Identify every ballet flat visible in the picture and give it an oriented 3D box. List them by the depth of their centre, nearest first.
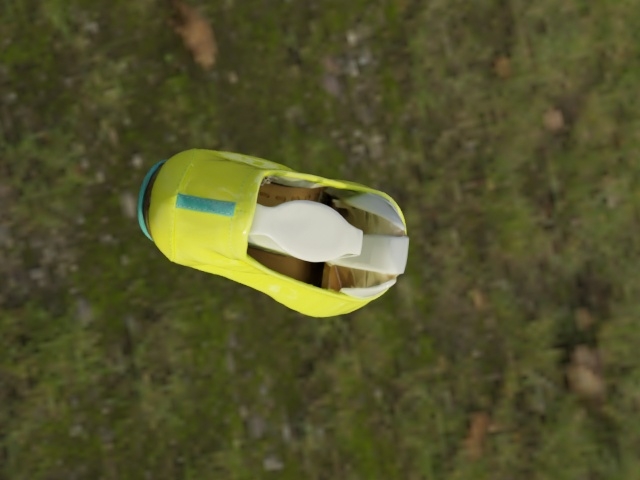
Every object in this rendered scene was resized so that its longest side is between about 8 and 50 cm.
[{"bbox_3d":[0.000,0.000,0.962,0.231,0.077,0.077,14,82,-56],"label":"ballet flat"}]
